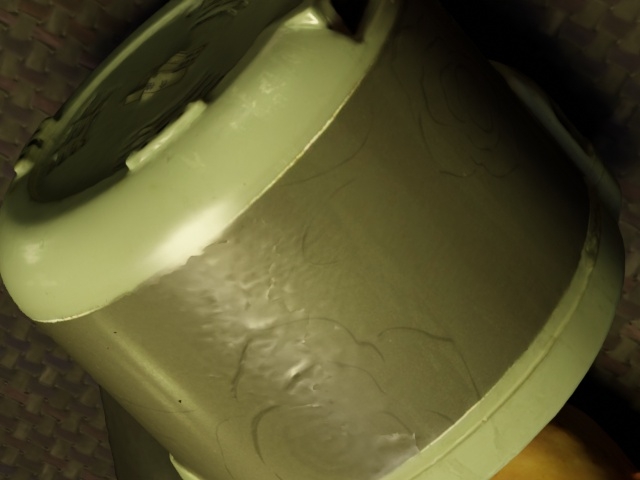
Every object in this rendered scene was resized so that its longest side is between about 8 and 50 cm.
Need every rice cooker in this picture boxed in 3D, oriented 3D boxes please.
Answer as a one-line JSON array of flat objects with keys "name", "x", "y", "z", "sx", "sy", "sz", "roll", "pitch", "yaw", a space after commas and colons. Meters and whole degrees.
[{"name": "rice cooker", "x": 0.001, "y": 0.002, "z": 1.011, "sx": 0.288, "sy": 0.288, "sz": 0.277, "roll": -29, "pitch": 117, "yaw": 32}]

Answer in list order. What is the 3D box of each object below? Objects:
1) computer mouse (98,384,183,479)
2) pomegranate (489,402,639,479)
[{"name": "computer mouse", "x": -0.055, "y": 0.195, "z": 1.296, "sx": 0.168, "sy": 0.087, "sz": 0.295, "roll": -4, "pitch": 125, "yaw": 22}, {"name": "pomegranate", "x": 0.121, "y": 0.207, "z": 1.171, "sx": 0.270, "sy": 0.229, "sz": 0.252, "roll": -24, "pitch": 94, "yaw": 13}]
